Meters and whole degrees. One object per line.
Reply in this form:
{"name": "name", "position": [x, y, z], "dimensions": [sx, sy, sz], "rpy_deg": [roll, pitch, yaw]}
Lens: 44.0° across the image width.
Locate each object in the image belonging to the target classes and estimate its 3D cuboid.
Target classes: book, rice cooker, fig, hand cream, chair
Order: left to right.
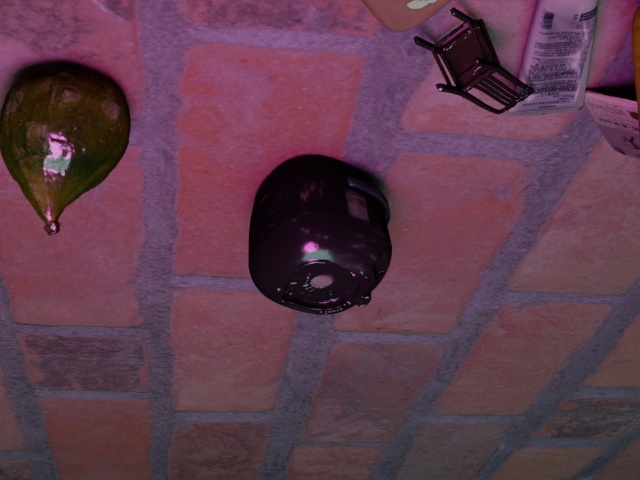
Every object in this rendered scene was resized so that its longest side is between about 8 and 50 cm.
{"name": "fig", "position": [-0.399, -0.130, 1.204], "dimensions": [0.203, 0.235, 0.203], "rpy_deg": [0, 146, 0]}
{"name": "rice cooker", "position": [0.000, 0.000, 1.426], "dimensions": [0.267, 0.224, 0.267], "rpy_deg": [-5, 141, -4]}
{"name": "chair", "position": [0.243, -0.269, 1.217], "dimensions": [0.084, 0.101, 0.212], "rpy_deg": [-32, 159, 33]}
{"name": "hand cream", "position": [0.365, -0.303, 1.209], "dimensions": [0.124, 0.078, 0.340], "rpy_deg": [-4, 151, 5]}
{"name": "book", "position": [0.521, -0.187, 1.336], "dimensions": [0.182, 0.127, 0.014], "rpy_deg": [39, 84, -42]}

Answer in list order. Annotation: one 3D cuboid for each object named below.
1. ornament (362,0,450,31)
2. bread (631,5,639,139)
{"name": "ornament", "position": [0.069, -0.373, 1.075], "dimensions": [0.245, 0.061, 0.230], "rpy_deg": [-32, 134, 27]}
{"name": "bread", "position": [0.594, -0.205, 1.145], "dimensions": [0.251, 0.208, 0.376], "rpy_deg": [-1, 110, 34]}
